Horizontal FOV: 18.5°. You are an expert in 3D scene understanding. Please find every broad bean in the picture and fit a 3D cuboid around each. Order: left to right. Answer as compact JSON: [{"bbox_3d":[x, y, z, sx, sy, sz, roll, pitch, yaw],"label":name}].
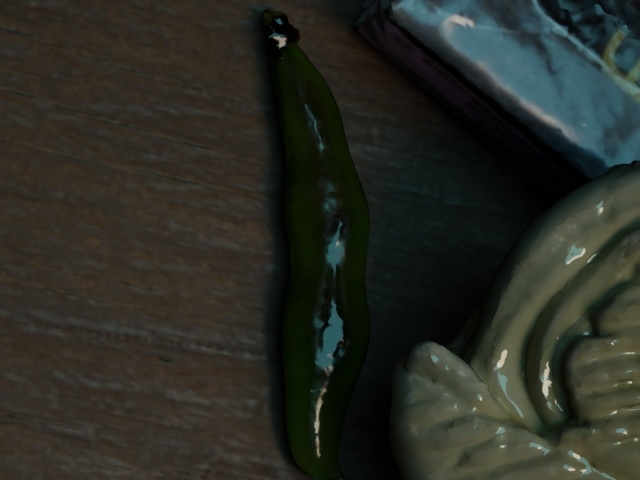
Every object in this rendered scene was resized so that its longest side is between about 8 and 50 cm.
[{"bbox_3d":[0.001,0.000,1.203,0.060,0.043,0.297,-2,80,-7],"label":"broad bean"}]

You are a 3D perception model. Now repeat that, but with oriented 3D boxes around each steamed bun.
[{"bbox_3d":[0.208,0.131,1.150,0.310,0.219,0.324,-41,85,9],"label":"steamed bun"}]

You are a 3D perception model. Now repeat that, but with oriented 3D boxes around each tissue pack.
[{"bbox_3d":[0.231,-0.121,1.257,0.361,0.122,0.259,41,74,-10],"label":"tissue pack"}]
